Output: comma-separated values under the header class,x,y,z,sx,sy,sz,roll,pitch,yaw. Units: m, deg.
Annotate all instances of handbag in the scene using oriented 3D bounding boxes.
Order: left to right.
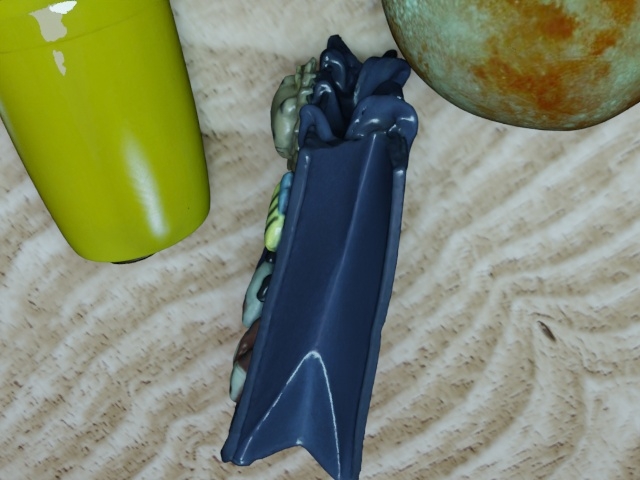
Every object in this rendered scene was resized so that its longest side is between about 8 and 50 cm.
class,x,y,z,sx,sy,sz,roll,pitch,yaw
handbag,0.000,0.000,0.836,0.121,0.303,0.329,10,117,-2

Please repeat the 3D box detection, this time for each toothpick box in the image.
class,x,y,z,sx,sy,sz,roll,pitch,yaw
toothpick box,-0.197,-0.116,0.873,0.175,0.175,0.271,-9,119,10

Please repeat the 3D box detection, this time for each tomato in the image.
class,x,y,z,sx,sy,sz,roll,pitch,yaw
tomato,0.179,-0.212,0.757,0.270,0.223,0.270,2,114,4
